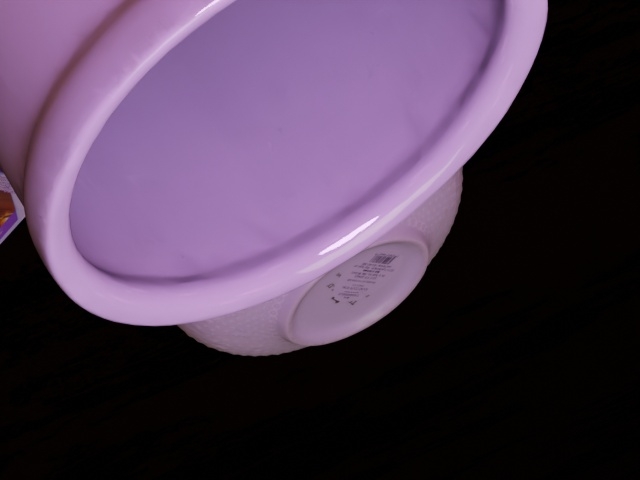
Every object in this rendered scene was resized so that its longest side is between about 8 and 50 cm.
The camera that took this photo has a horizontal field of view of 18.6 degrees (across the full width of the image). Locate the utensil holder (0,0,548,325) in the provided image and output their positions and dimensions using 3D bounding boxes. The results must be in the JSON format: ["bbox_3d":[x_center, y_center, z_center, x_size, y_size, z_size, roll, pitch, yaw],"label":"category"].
[{"bbox_3d":[-0.101,-0.198,1.191,0.328,0.385,0.327,-25,151,-15],"label":"utensil holder"}]

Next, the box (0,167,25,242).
[{"bbox_3d":[-0.377,-0.018,1.537,0.201,0.057,0.293,-45,151,20],"label":"box"}]

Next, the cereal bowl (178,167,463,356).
[{"bbox_3d":[0.000,0.000,1.888,0.339,0.141,0.339,-25,151,-15],"label":"cereal bowl"}]
